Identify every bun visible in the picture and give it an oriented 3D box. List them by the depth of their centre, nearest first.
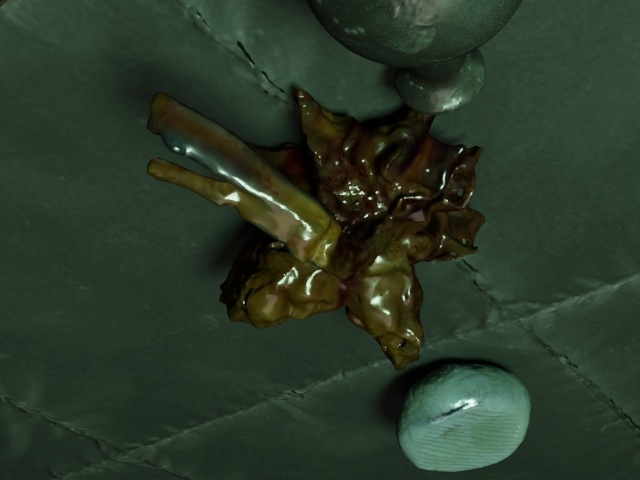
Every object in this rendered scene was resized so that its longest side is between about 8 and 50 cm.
[{"bbox_3d":[0.142,0.173,0.917,0.140,0.083,0.141,-6,136,-6],"label":"bun"}]

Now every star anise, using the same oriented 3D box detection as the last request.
[{"bbox_3d":[-0.003,-0.011,0.609,0.237,0.148,0.346,-20,152,17],"label":"star anise"}]

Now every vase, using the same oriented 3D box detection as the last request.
[{"bbox_3d":[0.058,-0.132,0.494,0.120,0.120,0.183,-10,160,10],"label":"vase"}]

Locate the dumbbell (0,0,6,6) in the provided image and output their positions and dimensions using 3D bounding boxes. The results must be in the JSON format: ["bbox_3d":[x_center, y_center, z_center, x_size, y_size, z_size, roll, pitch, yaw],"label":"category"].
[{"bbox_3d":[-0.142,-0.184,0.425,0.230,0.092,0.082,-29,106,31],"label":"dumbbell"}]
